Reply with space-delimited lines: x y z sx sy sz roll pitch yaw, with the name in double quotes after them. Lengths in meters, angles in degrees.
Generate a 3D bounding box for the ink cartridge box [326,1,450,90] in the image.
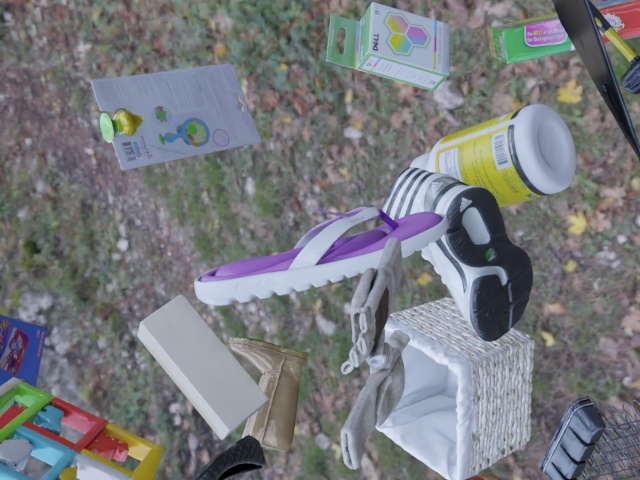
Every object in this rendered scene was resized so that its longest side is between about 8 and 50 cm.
0.122 -0.346 1.357 0.062 0.209 0.108 132 146 -62 "ink cartridge box"

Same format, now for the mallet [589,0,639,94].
0.413 -0.290 1.114 0.189 0.039 0.062 51 138 21 "mallet"

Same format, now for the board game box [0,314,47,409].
-0.584 0.294 1.288 0.233 0.078 0.346 53 -137 -70 "board game box"

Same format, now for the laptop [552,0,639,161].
0.339 -0.373 0.835 0.407 0.237 0.381 -58 21 35 "laptop"

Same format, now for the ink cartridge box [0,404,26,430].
-0.527 0.316 1.147 0.225 0.056 0.180 45 -122 -52 "ink cartridge box"

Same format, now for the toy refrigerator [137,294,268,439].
-0.233 0.248 1.513 0.269 0.102 0.094 48 150 9 "toy refrigerator"

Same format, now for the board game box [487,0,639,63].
0.510 -0.426 1.548 0.242 0.317 0.064 -76 -26 -73 "board game box"

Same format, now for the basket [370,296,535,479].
0.321 0.348 1.888 0.331 0.267 0.328 26 125 52 "basket"

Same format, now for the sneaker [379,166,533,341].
0.276 0.009 1.604 0.257 0.169 0.447 38 163 47 "sneaker"

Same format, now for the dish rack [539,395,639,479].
0.558 0.367 1.419 0.074 0.272 0.208 -116 27 -47 "dish rack"

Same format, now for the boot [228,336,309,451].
-0.164 0.408 2.076 0.089 0.236 0.269 89 -165 -80 "boot"

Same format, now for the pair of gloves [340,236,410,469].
0.076 0.141 0.972 0.204 0.042 0.240 -49 -37 -56 "pair of gloves"

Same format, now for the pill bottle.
0.358 -0.158 1.667 0.334 0.188 0.187 -15 88 47 "pill bottle"

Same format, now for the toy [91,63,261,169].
-0.217 -0.182 1.155 0.056 0.237 0.136 -26 83 50 "toy"

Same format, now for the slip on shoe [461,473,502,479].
0.270 0.461 1.015 0.331 0.101 0.123 62 149 11 "slip on shoe"

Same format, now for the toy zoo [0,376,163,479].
-0.338 0.292 1.039 0.192 0.293 0.030 -55 -12 -74 "toy zoo"

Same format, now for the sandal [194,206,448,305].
0.004 0.002 1.197 0.169 0.417 0.102 -145 40 -73 "sandal"

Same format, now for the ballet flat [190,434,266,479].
-0.121 0.297 0.981 0.049 0.173 0.057 50 118 11 "ballet flat"
